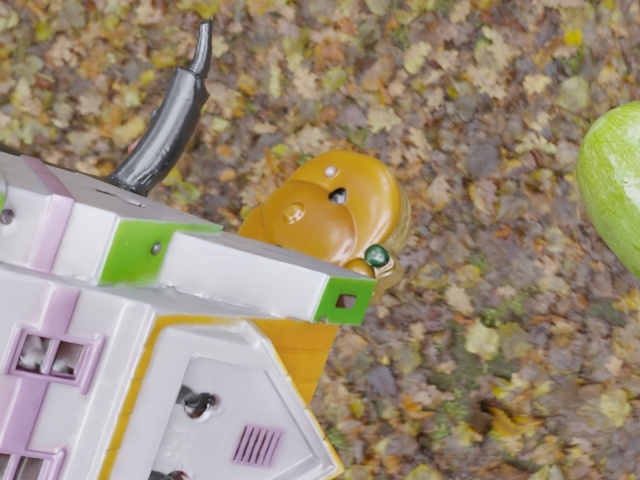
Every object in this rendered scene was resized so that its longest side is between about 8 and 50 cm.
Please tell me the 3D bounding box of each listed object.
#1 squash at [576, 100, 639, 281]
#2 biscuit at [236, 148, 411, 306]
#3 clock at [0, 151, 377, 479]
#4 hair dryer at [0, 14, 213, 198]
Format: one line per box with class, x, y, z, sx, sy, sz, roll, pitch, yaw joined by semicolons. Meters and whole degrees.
squash;0.328;0.048;0.758;0.118;0.118;0.370;-41;81;11
biscuit;-0.002;-0.002;0.865;0.170;0.050;0.170;-19;50;24
clock;-0.118;0.093;0.692;0.166;0.310;0.235;35;106;61
hair dryer;-0.181;-0.099;0.938;0.236;0.091;0.271;30;72;11
